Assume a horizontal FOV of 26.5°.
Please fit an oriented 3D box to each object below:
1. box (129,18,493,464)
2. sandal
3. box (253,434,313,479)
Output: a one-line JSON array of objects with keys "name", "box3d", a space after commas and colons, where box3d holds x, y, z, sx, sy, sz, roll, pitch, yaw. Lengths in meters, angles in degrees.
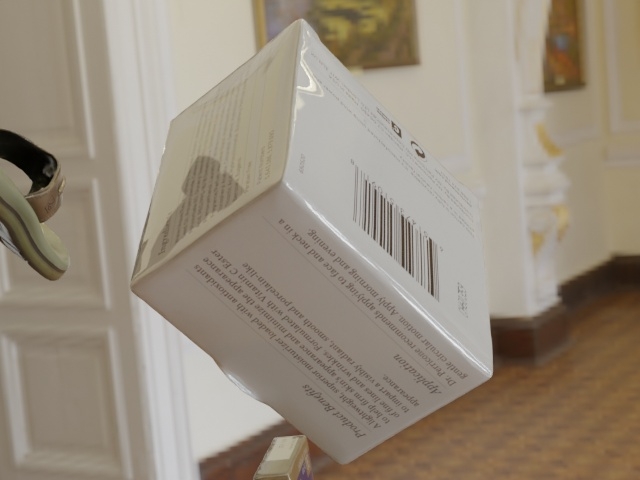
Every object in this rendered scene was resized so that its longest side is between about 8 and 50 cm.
[{"name": "box", "box3d": [0.000, 0.000, 0.809, 0.119, 0.181, 0.182, -34, 29, 25]}, {"name": "sandal", "box3d": [-0.257, -0.051, 1.136, 0.120, 0.086, 0.303, 38, -15, 13]}, {"name": "box", "box3d": [-0.018, 0.292, 1.165, 0.037, 0.225, 0.136, -6, 5, 6]}]
